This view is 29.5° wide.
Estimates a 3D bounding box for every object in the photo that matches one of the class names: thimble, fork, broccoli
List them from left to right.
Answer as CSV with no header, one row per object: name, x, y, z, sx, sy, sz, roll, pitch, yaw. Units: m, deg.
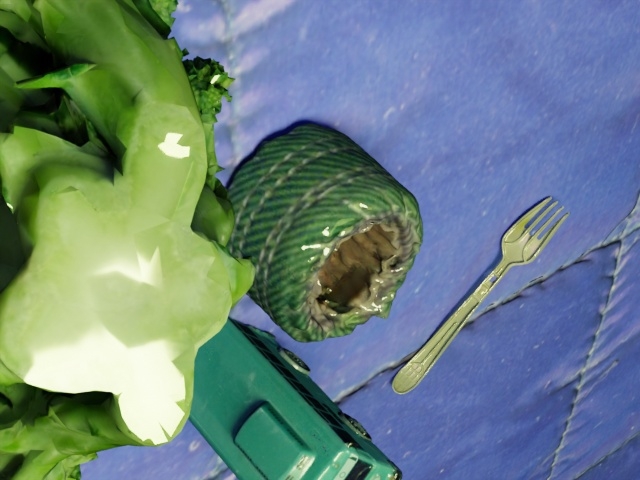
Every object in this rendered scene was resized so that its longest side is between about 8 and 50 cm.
broccoli,-0.135,-0.013,0.492,0.265,0.245,0.295,-20,110,-33
thimble,-0.001,-0.001,0.796,0.118,0.090,0.135,-24,143,-28
fork,0.135,0.049,1.062,0.219,0.034,0.028,-49,174,5

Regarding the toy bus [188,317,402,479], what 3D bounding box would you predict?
toy bus,-0.029,0.131,0.839,0.079,0.160,0.092,-50,145,6
